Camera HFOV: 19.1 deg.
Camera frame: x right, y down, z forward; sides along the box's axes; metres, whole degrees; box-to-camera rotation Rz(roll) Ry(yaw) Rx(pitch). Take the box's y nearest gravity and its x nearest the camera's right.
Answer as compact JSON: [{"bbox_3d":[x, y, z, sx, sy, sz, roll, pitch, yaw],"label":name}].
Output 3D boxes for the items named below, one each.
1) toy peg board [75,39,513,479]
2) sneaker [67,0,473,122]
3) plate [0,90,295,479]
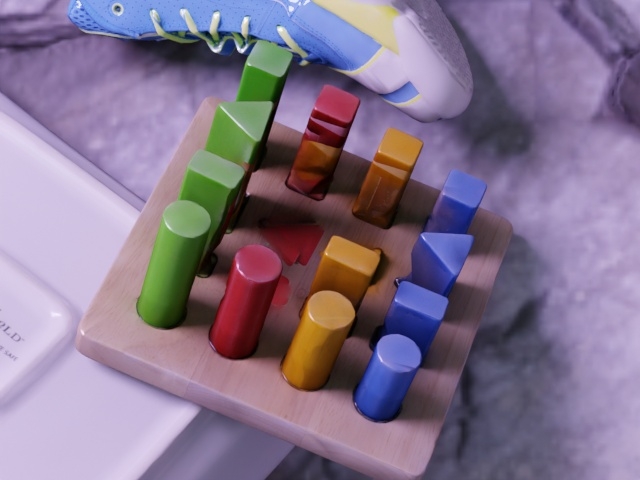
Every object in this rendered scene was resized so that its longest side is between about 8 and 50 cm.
[{"bbox_3d":[0.000,0.000,0.837,0.160,0.079,0.161,23,49,2],"label":"toy peg board"},{"bbox_3d":[-0.041,-0.120,0.910,0.240,0.091,0.126,46,107,8],"label":"sneaker"},{"bbox_3d":[-0.156,0.046,0.829,0.277,0.045,0.278,37,50,7],"label":"plate"}]
